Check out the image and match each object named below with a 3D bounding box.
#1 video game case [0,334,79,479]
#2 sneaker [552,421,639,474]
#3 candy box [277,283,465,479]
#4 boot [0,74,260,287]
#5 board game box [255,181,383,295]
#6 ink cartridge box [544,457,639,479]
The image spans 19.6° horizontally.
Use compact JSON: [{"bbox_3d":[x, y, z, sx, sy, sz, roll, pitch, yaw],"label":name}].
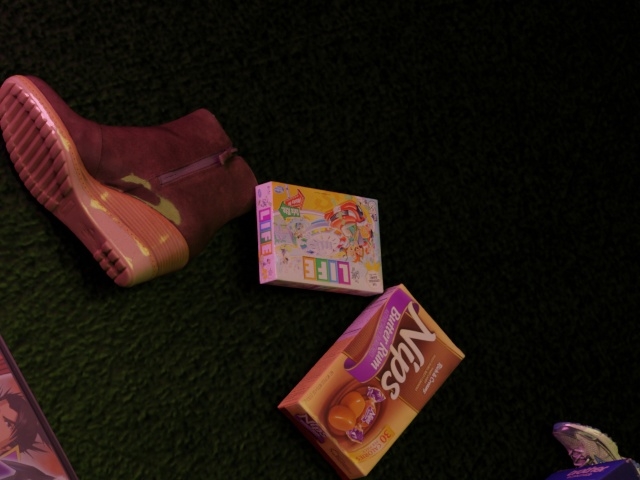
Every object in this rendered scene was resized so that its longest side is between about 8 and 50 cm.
[{"bbox_3d":[-0.359,0.182,1.676,0.248,0.035,0.275,-31,93,-47],"label":"video game case"},{"bbox_3d":[0.307,0.251,2.056,0.135,0.052,0.058,38,67,-15],"label":"sneaker"},{"bbox_3d":[0.055,0.148,1.941,0.109,0.053,0.186,49,61,-10],"label":"candy box"},{"bbox_3d":[-0.190,-0.088,1.864,0.207,0.090,0.248,-38,96,-43],"label":"boot"},{"bbox_3d":[0.000,0.000,1.941,0.154,0.026,0.103,8,74,-43],"label":"board game box"},{"bbox_3d":[0.254,0.409,1.932,0.395,0.151,0.270,-30,93,-33],"label":"ink cartridge box"}]
